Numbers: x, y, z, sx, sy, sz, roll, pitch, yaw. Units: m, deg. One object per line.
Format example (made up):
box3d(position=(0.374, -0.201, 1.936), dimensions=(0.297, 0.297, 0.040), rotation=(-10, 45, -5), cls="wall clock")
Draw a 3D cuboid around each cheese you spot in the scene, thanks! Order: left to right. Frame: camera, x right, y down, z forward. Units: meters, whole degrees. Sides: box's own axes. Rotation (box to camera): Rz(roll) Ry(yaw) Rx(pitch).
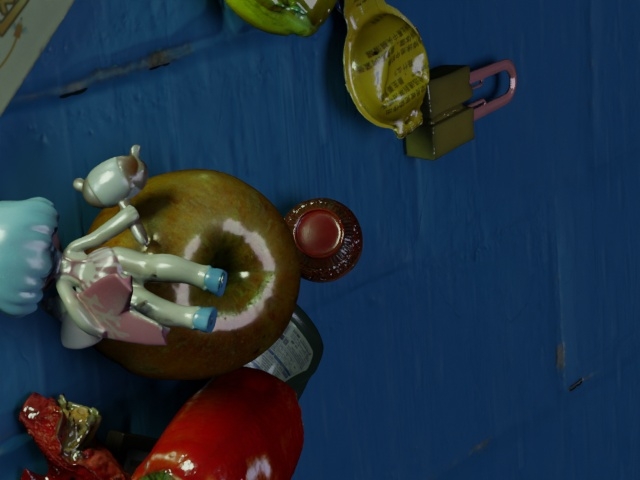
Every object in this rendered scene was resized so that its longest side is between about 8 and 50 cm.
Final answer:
box3d(position=(0.066, -0.243, 1.937), dimensions=(0.156, 0.064, 0.250), rotation=(-39, 116, -41), cls="cheese")

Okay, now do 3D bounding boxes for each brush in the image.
box3d(position=(0.191, -0.187, 2.119), dimensions=(0.233, 0.047, 0.103), rotation=(-28, 118, -47), cls="brush")

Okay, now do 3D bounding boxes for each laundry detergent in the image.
box3d(position=(-0.081, 0.174, 1.815), dimensions=(0.144, 0.078, 0.222), rotation=(54, 52, -40), cls="laundry detergent")

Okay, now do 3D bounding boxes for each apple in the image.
box3d(position=(-0.140, 0.039, 1.648), dimensions=(0.237, 0.207, 0.237), rotation=(3, 84, -36), cls="apple")

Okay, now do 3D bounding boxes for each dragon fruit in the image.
box3d(position=(-0.247, 0.234, 1.644), dimensions=(0.192, 0.122, 0.092), rotation=(61, 22, -18), cls="dragon fruit")

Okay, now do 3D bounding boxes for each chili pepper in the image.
box3d(position=(-0.113, 0.235, 1.570), dimensions=(0.338, 0.131, 0.135), rotation=(-40, 148, -65), cls="chili pepper")

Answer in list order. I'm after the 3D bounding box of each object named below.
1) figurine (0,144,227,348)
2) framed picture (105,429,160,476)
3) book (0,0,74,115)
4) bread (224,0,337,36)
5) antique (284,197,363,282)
box3d(position=(-0.211, 0.008, 1.490), dimensions=(0.103, 0.260, 0.205), rotation=(-4, 107, -77), cls="figurine")
box3d(position=(-0.199, 0.296, 1.744), dimensions=(0.128, 0.023, 0.168), rotation=(22, 80, -51), cls="framed picture")
box3d(position=(-0.348, -0.187, 1.465), dimensions=(0.208, 0.020, 0.295), rotation=(50, 59, -43), cls="book")
box3d(position=(0.005, -0.397, 1.774), dimensions=(0.166, 0.112, 0.383), rotation=(40, 70, -25), cls="bread")
box3d(position=(0.000, 0.000, 1.877), dimensions=(0.104, 0.104, 0.104), rotation=(-14, 108, -49), cls="antique")
